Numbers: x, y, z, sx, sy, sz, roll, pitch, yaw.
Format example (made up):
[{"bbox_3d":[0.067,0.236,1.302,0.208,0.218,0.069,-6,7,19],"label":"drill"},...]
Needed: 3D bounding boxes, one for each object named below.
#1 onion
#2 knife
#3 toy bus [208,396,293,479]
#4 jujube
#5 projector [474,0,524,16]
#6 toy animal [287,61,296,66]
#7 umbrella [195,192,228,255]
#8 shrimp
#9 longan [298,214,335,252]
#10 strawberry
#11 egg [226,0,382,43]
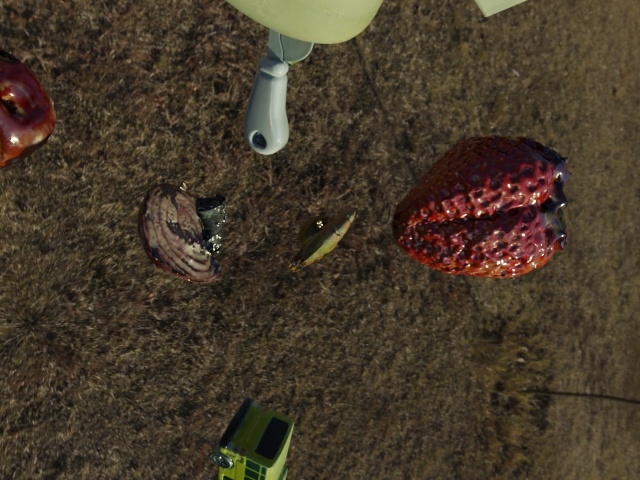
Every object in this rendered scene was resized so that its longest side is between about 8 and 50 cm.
[{"bbox_3d":[-0.436,-0.014,1.192,0.280,0.146,0.314,15,57,-68],"label":"onion"},{"bbox_3d":[-0.047,-0.260,0.554,0.080,0.331,0.044,30,41,14],"label":"knife"},{"bbox_3d":[-0.099,0.326,0.617,0.101,0.175,0.088,18,35,11],"label":"toy bus"},{"bbox_3d":[-0.546,-0.189,0.600,0.216,0.342,0.216,6,90,-74],"label":"jujube"},{"bbox_3d":[0.368,-0.591,0.836,0.242,0.177,0.163,10,76,-49],"label":"projector"},{"bbox_3d":[-0.082,-0.574,1.322,0.041,0.075,0.217,52,35,-25],"label":"toy animal"},{"bbox_3d":[-0.283,-0.040,1.119,0.080,0.224,0.071,-12,55,-18],"label":"umbrella"},{"bbox_3d":[0.000,0.001,1.198,0.061,0.267,0.145,38,21,-10],"label":"shrimp"},{"bbox_3d":[-0.003,-0.027,1.547,0.145,0.176,0.155,27,56,12],"label":"longan"},{"bbox_3d":[0.262,-0.050,0.728,0.288,0.238,0.250,-21,103,4],"label":"strawberry"},{"bbox_3d":[-0.037,-0.304,0.337,0.295,0.218,0.218,49,56,-36],"label":"egg"}]
